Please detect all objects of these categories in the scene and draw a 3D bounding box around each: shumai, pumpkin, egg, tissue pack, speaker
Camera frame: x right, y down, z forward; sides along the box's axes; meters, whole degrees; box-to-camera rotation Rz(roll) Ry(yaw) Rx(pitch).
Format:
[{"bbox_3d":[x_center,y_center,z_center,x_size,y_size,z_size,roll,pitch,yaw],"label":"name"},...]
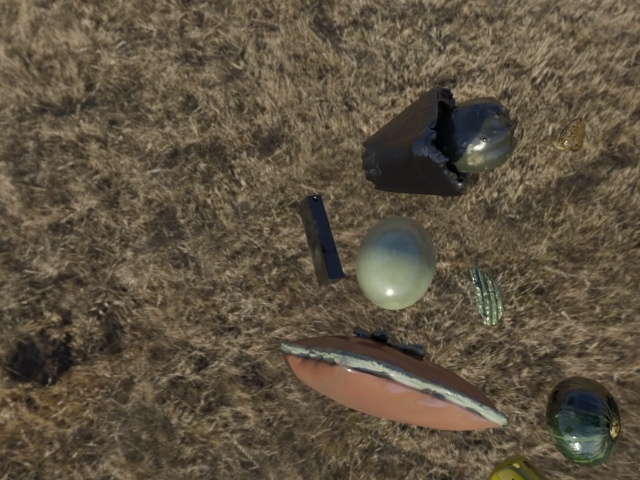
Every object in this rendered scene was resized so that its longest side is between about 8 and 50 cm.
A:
[{"bbox_3d":[0.907,-0.383,1.760,0.105,0.139,0.123,-2,115,30],"label":"shumai"},{"bbox_3d":[0.514,0.353,0.946,0.125,0.167,0.167,13,76,45],"label":"pumpkin"},{"bbox_3d":[0.243,0.067,1.551,0.258,0.258,0.352,-1,33,12],"label":"egg"},{"bbox_3d":[0.566,0.684,1.322,0.178,0.123,0.127,45,122,34],"label":"tissue pack"},{"bbox_3d":[0.000,0.000,1.202,0.044,0.082,0.218,-11,78,-21],"label":"speaker"}]

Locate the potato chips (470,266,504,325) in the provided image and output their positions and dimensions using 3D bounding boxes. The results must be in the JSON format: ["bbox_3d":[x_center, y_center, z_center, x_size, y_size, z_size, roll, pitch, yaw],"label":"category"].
[{"bbox_3d":[0.544,0.175,1.567,0.092,0.028,0.207,-16,94,-9],"label":"potato chips"}]

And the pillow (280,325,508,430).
[{"bbox_3d":[0.059,0.130,0.466,0.171,0.179,0.075,26,71,-14],"label":"pillow"}]

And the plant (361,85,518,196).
[{"bbox_3d":[0.195,-0.162,0.816,0.256,0.142,0.164,-12,47,34],"label":"plant"}]
